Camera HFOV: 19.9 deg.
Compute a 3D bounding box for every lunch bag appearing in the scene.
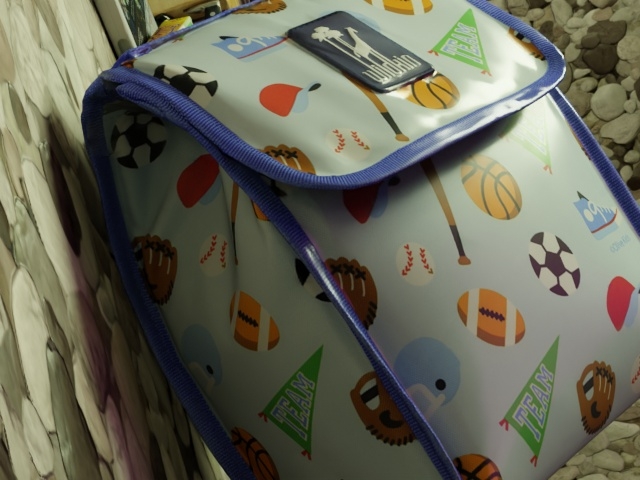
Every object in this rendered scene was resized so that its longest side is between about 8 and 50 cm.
[{"bbox_3d":[0.046,-0.002,1.272,0.328,0.239,0.385,-29,87,-45],"label":"lunch bag"}]

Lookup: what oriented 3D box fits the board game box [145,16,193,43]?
[{"bbox_3d":[-0.125,-0.111,1.567,0.259,0.039,0.124,-83,158,-72],"label":"board game box"}]

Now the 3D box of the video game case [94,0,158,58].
[{"bbox_3d":[-0.170,-0.192,1.644,0.190,0.022,0.173,-102,174,-55],"label":"video game case"}]

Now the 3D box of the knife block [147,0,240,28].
[{"bbox_3d":[-0.139,-0.256,1.906,0.242,0.088,0.275,-86,159,-83],"label":"knife block"}]
